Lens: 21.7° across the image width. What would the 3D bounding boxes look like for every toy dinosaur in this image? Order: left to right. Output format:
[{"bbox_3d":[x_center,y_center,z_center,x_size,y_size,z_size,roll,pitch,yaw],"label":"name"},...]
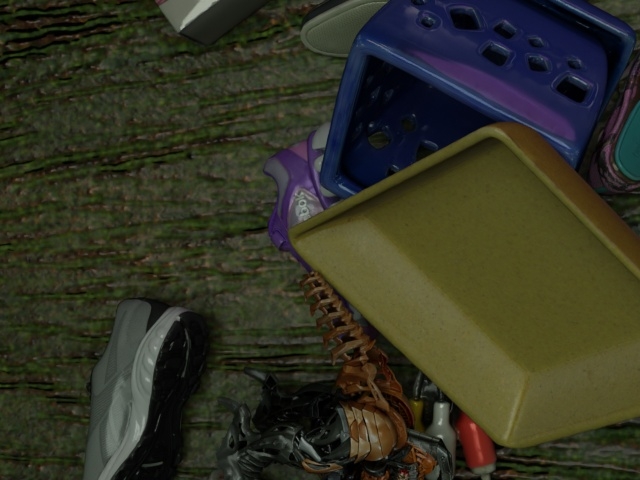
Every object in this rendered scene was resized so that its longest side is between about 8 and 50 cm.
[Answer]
[{"bbox_3d":[0.024,0.193,1.671,0.218,0.164,0.322,-6,85,22],"label":"toy dinosaur"}]

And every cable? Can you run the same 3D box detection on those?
[{"bbox_3d":[0.127,0.130,1.696,0.139,0.072,0.287,-6,106,8],"label":"cable"}]

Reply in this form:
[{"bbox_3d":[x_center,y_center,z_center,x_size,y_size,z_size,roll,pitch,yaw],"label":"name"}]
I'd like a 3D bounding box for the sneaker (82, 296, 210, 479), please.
[{"bbox_3d":[-0.204,0.188,1.778,0.108,0.100,0.271,23,98,33],"label":"sneaker"}]

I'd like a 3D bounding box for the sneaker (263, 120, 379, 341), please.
[{"bbox_3d":[0.000,0.000,1.739,0.104,0.095,0.236,-14,83,16],"label":"sneaker"}]

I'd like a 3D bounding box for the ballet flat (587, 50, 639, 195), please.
[{"bbox_3d":[0.321,-0.134,1.673,0.077,0.079,0.221,40,63,-18],"label":"ballet flat"}]

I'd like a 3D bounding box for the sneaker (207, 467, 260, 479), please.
[{"bbox_3d":[-0.017,0.366,1.740,0.302,0.108,0.121,36,113,5],"label":"sneaker"}]

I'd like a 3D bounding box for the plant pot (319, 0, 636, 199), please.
[{"bbox_3d":[0.159,-0.134,1.618,0.236,0.236,0.212,29,55,9],"label":"plant pot"}]

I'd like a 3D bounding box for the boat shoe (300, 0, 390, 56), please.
[{"bbox_3d":[0.086,-0.259,1.736,0.233,0.084,0.079,-23,48,16],"label":"boat shoe"}]

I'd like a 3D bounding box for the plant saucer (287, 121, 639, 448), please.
[{"bbox_3d":[0.181,0.035,1.548,0.333,0.333,0.081,43,55,-15],"label":"plant saucer"}]

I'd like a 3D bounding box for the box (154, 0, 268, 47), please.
[{"bbox_3d":[-0.141,-0.340,1.738,0.148,0.127,0.232,-36,84,8],"label":"box"}]
